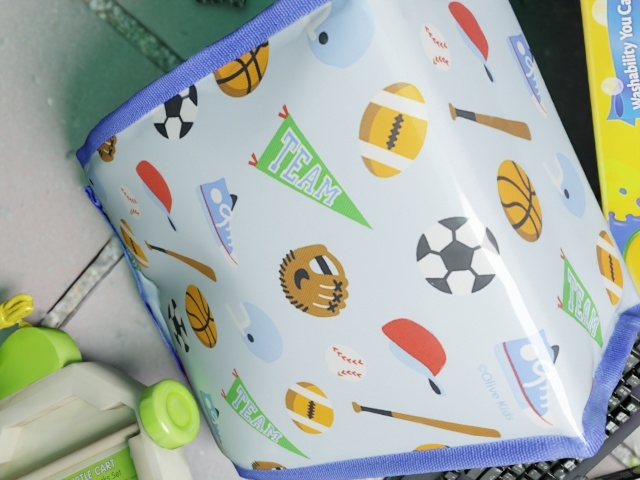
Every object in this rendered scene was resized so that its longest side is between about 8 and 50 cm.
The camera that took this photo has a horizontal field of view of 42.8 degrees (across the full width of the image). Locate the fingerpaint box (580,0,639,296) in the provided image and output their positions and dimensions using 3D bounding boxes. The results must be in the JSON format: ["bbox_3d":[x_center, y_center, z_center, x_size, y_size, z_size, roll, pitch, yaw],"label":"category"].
[{"bbox_3d":[0.368,-0.128,0.520,0.371,0.163,0.445,0,134,24],"label":"fingerpaint box"}]

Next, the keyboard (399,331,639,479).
[{"bbox_3d":[0.212,0.203,0.721,0.201,0.033,0.317,32,119,-4],"label":"keyboard"}]

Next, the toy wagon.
[{"bbox_3d":[-0.211,0.210,0.703,0.267,0.068,0.344,-28,72,22],"label":"toy wagon"}]

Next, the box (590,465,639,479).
[{"bbox_3d":[0.335,0.265,0.797,0.137,0.027,0.094,-16,97,-1],"label":"box"}]

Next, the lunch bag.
[{"bbox_3d":[0.000,0.000,0.636,0.385,0.239,0.328,-23,96,38],"label":"lunch bag"}]

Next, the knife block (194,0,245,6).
[{"bbox_3d":[-0.077,-0.346,0.670,0.275,0.088,0.242,-36,95,12],"label":"knife block"}]
